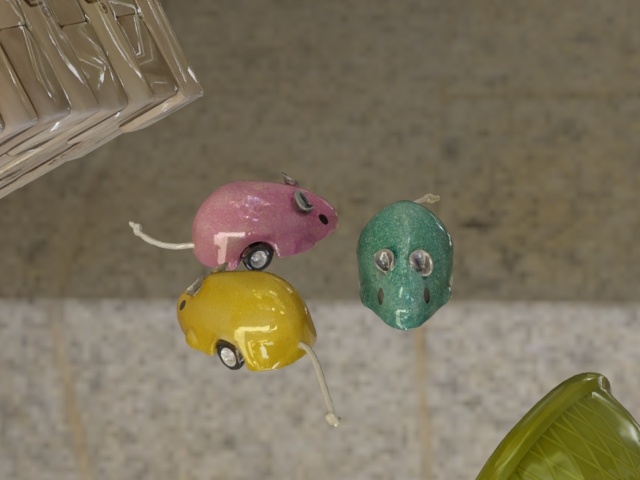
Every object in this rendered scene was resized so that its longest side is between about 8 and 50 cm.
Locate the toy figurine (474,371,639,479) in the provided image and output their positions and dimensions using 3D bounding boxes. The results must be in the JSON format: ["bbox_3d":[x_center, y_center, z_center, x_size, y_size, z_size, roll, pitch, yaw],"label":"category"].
[{"bbox_3d":[0.093,0.193,0.660,0.362,0.217,0.191,-26,123,-52],"label":"toy figurine"}]

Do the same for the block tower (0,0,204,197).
[{"bbox_3d":[-0.154,-0.045,0.541,0.097,0.091,0.335,64,28,0],"label":"block tower"}]

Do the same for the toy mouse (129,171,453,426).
[{"bbox_3d":[0.000,0.000,0.794,0.143,0.161,0.031,-30,128,-34],"label":"toy mouse"}]
